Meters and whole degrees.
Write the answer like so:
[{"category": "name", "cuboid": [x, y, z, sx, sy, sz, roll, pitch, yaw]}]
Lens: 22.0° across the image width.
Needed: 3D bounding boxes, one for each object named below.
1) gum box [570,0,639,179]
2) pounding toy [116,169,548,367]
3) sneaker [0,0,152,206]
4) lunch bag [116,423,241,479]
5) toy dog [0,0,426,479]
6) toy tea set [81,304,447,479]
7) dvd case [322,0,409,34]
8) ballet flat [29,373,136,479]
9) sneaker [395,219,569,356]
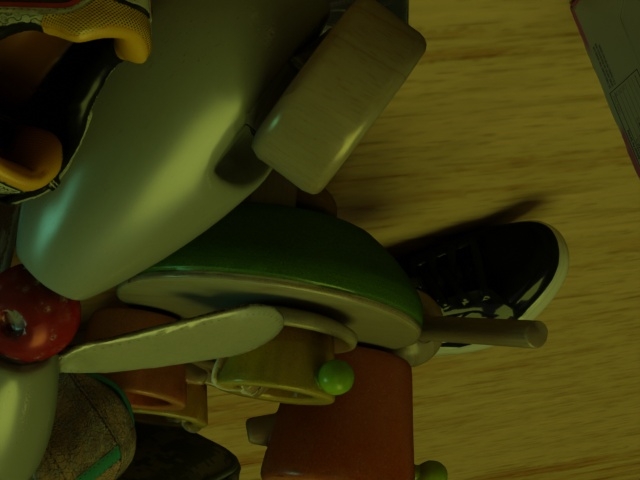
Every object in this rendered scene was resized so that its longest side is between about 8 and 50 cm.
[{"category": "gum box", "cuboid": [0.224, -0.066, 0.908, 0.107, 0.188, 0.062, 3, 148, -35]}, {"category": "pounding toy", "cuboid": [0.000, 0.000, 0.995, 0.237, 0.110, 0.183, 14, 165, -23]}, {"category": "sneaker", "cuboid": [-0.148, -0.045, 0.624, 0.088, 0.092, 0.225, 12, 135, -46]}, {"category": "lunch bag", "cuboid": [-0.216, 0.270, 1.125, 0.212, 0.256, 0.305, 17, -156, 32]}, {"category": "toy dog", "cuboid": [-0.087, -0.034, 0.768, 0.334, 0.220, 0.161, -31, -172, 27]}, {"category": "toy tea set", "cuboid": [-0.092, 0.120, 1.033, 0.336, 0.124, 0.200, -2, 163, 35]}, {"category": "dvd case", "cuboid": [-0.036, -0.124, 0.829, 0.164, 0.018, 0.221, -14, 155, -4]}, {"category": "ballet flat", "cuboid": [-0.262, 0.118, 0.975, 0.316, 0.106, 0.107, -3, 120, 27]}, {"category": "sneaker", "cuboid": [0.060, 0.041, 1.156, 0.217, 0.079, 0.121, -27, 155, 24]}]
